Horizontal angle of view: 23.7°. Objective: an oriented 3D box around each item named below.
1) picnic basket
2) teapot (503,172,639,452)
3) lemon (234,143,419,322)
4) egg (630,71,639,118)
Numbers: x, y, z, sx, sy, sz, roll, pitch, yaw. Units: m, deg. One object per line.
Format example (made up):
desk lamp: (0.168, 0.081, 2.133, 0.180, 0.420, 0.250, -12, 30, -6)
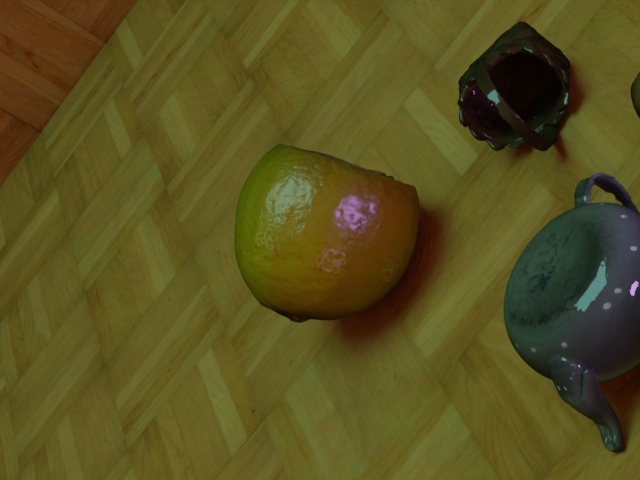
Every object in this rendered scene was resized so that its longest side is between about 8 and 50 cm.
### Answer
picnic basket: (0.235, -0.170, 1.849, 0.138, 0.128, 0.178, -46, 21, 25)
teapot: (0.283, 0.059, 1.563, 0.193, 0.129, 0.294, -24, 41, 46)
lemon: (0.000, 0.000, 1.955, 0.240, 0.240, 0.219, 18, 90, 61)
egg: (0.379, -0.154, 1.674, 0.071, 0.071, 0.083, -36, 54, 35)
